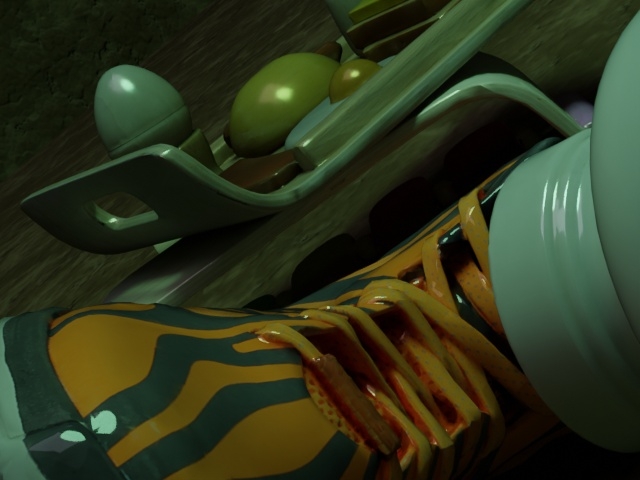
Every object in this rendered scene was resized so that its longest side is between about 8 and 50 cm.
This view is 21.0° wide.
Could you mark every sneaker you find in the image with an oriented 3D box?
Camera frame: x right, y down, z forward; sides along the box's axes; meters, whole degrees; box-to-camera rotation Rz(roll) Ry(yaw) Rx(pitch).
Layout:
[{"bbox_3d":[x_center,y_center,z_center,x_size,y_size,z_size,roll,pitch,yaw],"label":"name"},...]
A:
[{"bbox_3d":[0.018,0.034,0.519,0.180,0.125,0.321,-32,-4,6],"label":"sneaker"}]

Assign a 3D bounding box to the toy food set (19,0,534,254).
[{"bbox_3d":[-0.004,-0.109,0.890,0.306,0.092,0.219,-43,13,-23],"label":"toy food set"}]

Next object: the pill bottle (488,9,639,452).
[{"bbox_3d":[0.168,-0.024,0.411,0.264,0.146,0.146,-24,19,41],"label":"pill bottle"}]

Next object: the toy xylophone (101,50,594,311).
[{"bbox_3d":[0.000,0.000,0.888,0.322,0.081,0.236,-34,13,14],"label":"toy xylophone"}]
